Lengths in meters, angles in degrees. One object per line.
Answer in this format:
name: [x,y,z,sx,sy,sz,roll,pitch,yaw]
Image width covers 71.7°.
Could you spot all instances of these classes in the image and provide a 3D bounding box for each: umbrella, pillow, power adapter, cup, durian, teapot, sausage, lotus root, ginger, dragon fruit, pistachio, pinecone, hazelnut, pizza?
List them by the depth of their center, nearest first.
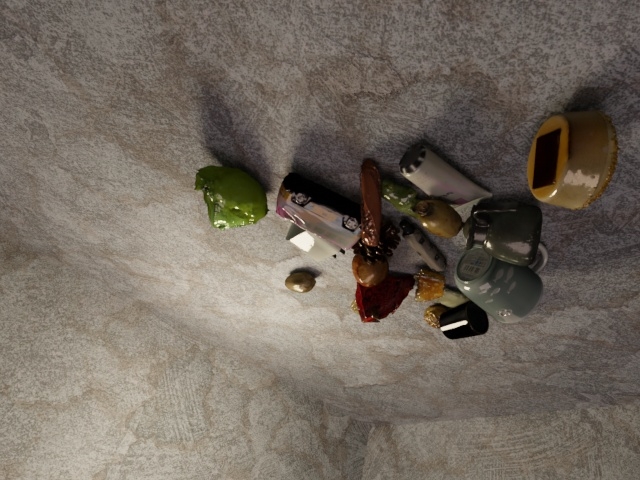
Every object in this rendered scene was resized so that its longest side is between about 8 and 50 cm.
teapot: [0.633,-0.031,1.602,0.285,0.223,0.305,9,-173,20]
lotus root: [0.420,-0.086,1.602,0.221,0.125,0.118,30,104,-20]
sausage: [0.187,-0.134,1.650,0.079,0.087,0.326,-8,105,-22]
ginger: [0.343,-0.148,1.693,0.290,0.089,0.137,33,145,-21]
cup: [0.746,0.127,1.802,0.274,0.259,0.356,33,109,-21]
durian: [-0.364,-0.176,1.821,0.340,0.204,0.255,-6,123,-34]
pinecone: [0.240,-0.003,1.856,0.186,0.168,0.212,-1,139,-30]
umbrella: [0.438,0.025,1.900,0.073,0.067,0.337,-22,129,35]
power adapter: [0.000,0.000,1.985,0.255,0.124,0.187,38,139,-25]
hazelnut: [0.224,0.134,2.040,0.182,0.182,0.182,10,143,8]
pizza: [0.509,0.211,2.064,0.147,0.069,0.226,5,139,18]
dragon fruit: [0.307,0.251,2.132,0.330,0.302,0.240,-25,118,8]
cup: [0.718,0.403,2.158,0.239,0.166,0.177,19,146,-30]
pillow: [0.615,0.276,2.173,0.230,0.050,0.148,18,149,-8]
pistachio: [-0.111,0.219,2.332,0.186,0.126,0.108,-3,97,29]

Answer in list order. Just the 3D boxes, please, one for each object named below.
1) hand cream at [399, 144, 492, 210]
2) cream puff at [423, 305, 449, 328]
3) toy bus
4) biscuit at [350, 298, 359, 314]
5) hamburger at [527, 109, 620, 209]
hand cream: [0.434,-0.205,1.582,0.359,0.118,0.185,28,143,-30]
cream puff: [0.608,0.400,2.288,0.144,0.103,0.126,9,142,0]
toy bus: [-0.001,-0.112,1.774,0.386,0.171,0.162,26,118,-12]
biscuit: [0.271,0.375,2.441,0.220,0.033,0.220,11,144,8]
hamburger: [0.729,-0.232,1.275,0.170,0.302,0.302,5,143,0]
